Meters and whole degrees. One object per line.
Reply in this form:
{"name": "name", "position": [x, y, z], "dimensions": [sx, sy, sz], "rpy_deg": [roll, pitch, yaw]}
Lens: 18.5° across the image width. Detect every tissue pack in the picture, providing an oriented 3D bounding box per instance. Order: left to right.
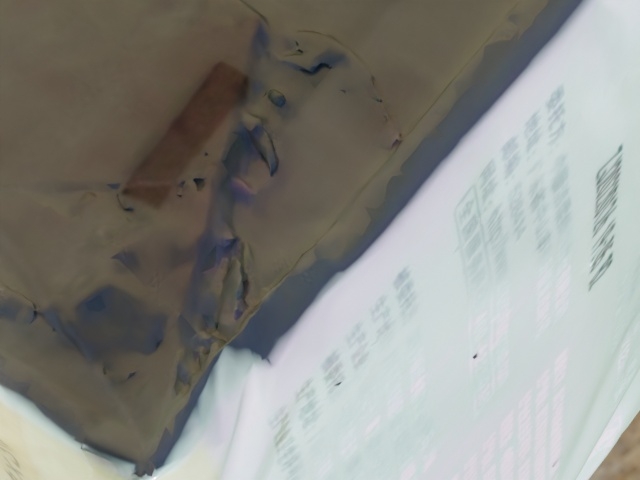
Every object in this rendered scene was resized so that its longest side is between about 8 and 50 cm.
{"name": "tissue pack", "position": [0.000, 0.000, 0.721], "dimensions": [0.332, 0.205, 0.405], "rpy_deg": [-51, 158, -20]}
